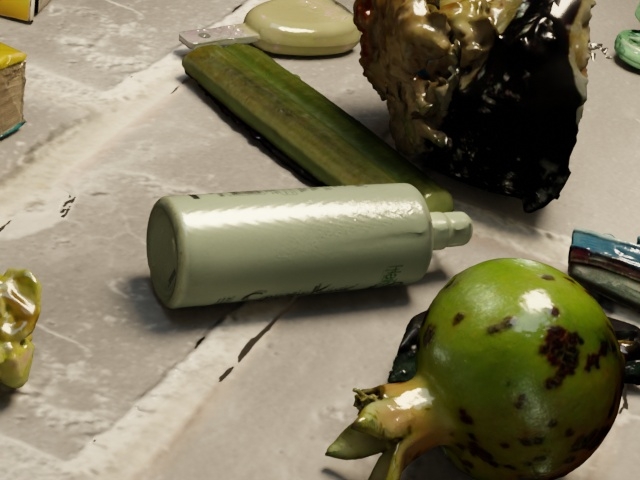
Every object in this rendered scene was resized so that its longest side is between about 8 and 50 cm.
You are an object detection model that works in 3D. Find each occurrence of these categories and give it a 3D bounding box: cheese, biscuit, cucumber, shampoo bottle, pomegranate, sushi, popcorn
[{"bbox_3d":[-0.055,-0.212,1.652,0.192,0.037,0.097,-11,37,-33],"label":"cheese"},{"bbox_3d":[-0.007,-0.101,1.490,0.099,0.038,0.322,-12,38,-38],"label":"biscuit"},{"bbox_3d":[0.153,0.077,1.249,0.220,0.046,0.070,3,24,-13],"label":"cucumber"},{"bbox_3d":[0.000,0.000,1.281,0.262,0.085,0.085,-5,34,-24],"label":"shampoo bottle"},{"bbox_3d":[0.110,0.107,1.090,0.156,0.156,0.220,31,54,30],"label":"pomegranate"},{"bbox_3d":[0.129,-0.158,1.457,0.219,0.238,0.225,16,43,-3],"label":"sushi"},{"bbox_3d":[-0.247,0.056,1.120,0.109,0.089,0.097,10,20,5],"label":"popcorn"}]

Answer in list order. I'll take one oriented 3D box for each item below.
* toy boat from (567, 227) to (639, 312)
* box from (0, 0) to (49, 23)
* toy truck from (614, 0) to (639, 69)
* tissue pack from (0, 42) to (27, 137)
[{"bbox_3d":[0.268,0.024,1.349,0.137,0.060,0.061,21,54,22],"label":"toy boat"},{"bbox_3d":[-0.317,-0.298,1.716,0.129,0.033,0.247,14,31,7],"label":"box"},{"bbox_3d":[0.416,-0.212,1.696,0.156,0.155,0.279,11,30,-16],"label":"toy truck"},{"bbox_3d":[-0.349,-0.142,1.404,0.169,0.082,0.120,25,35,22],"label":"tissue pack"}]
